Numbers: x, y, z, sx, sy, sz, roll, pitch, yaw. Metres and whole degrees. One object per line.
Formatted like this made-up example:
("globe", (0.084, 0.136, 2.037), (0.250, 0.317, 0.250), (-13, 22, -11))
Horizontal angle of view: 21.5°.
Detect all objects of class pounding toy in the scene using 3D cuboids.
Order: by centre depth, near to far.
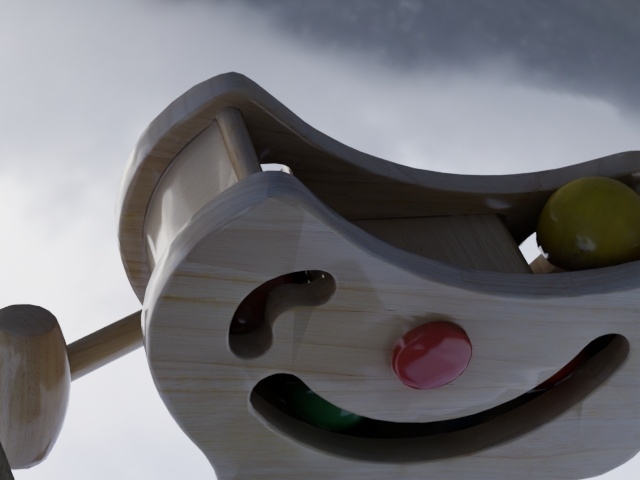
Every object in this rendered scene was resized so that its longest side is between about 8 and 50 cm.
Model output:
("pounding toy", (0.000, 0.000, 0.629), (0.269, 0.154, 0.155), (-8, -142, -12))

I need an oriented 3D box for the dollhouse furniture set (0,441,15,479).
("dollhouse furniture set", (-0.109, 0.009, 0.353), (0.161, 0.182, 0.101), (-11, -168, 33))
